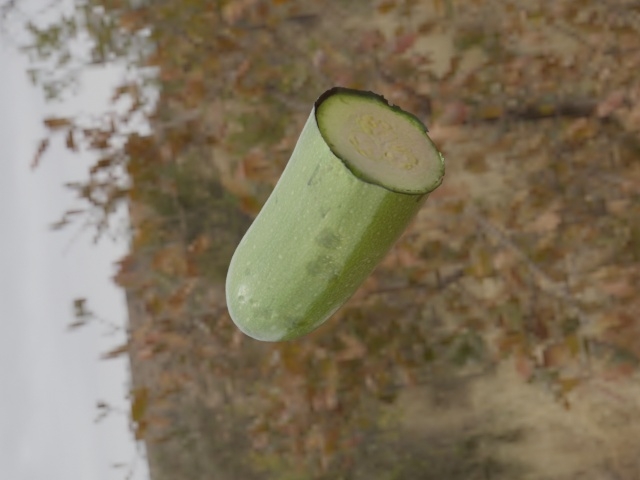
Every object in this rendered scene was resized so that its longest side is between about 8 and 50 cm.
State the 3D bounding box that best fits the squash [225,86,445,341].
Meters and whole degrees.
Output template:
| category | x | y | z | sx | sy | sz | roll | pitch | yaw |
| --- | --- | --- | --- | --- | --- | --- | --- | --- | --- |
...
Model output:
| category | x | y | z | sx | sy | sz | roll | pitch | yaw |
| --- | --- | --- | --- | --- | --- | --- | --- | --- | --- |
| squash | 0.000 | 0.000 | 0.989 | 0.188 | 0.095 | 0.095 | -58 | 29 | 36 |
